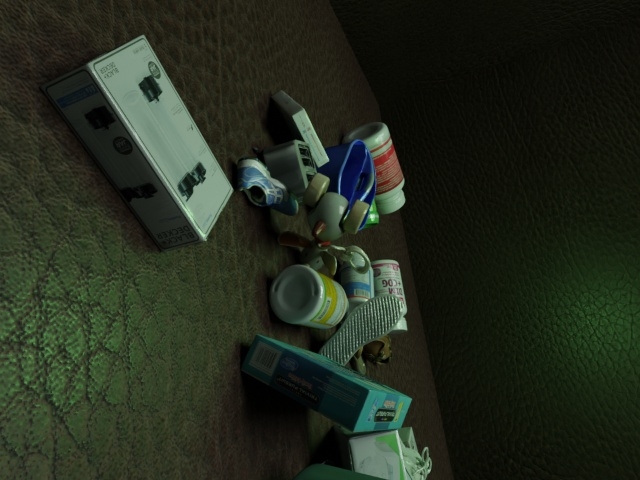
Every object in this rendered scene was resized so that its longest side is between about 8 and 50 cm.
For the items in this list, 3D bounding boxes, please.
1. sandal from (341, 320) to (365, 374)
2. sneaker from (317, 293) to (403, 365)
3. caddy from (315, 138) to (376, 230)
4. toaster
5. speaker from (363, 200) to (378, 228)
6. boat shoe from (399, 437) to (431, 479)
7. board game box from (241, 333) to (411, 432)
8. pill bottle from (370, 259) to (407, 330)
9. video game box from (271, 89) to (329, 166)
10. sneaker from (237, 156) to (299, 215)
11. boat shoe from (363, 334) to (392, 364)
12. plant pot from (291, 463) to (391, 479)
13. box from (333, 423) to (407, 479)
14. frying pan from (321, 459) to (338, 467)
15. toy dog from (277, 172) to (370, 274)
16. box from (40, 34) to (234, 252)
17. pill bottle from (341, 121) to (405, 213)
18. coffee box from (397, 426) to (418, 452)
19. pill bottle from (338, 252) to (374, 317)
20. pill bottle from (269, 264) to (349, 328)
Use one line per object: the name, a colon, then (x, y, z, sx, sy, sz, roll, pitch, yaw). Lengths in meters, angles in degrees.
sandal: (0.119, 0.355, 1.462, 0.090, 0.060, 0.219, -63, 135, -63)
sneaker: (0.108, 0.243, 1.227, 0.102, 0.282, 0.161, 53, 6, 11)
caddy: (0.096, -0.187, 1.517, 0.241, 0.179, 0.341, 59, 40, -41)
toaster: (-0.078, -0.180, 1.216, 0.185, 0.110, 0.168, -18, 92, -71)
speaker: (0.164, -0.204, 1.907, 0.131, 0.131, 0.296, 10, 67, -70)
boat shoe: (0.243, 0.627, 1.237, 0.367, 0.156, 0.136, -147, -128, -73)
board game box: (0.029, 0.307, 0.940, 0.079, 0.254, 0.336, -66, 150, -11)
pill bottle: (0.261, 0.234, 1.802, 0.160, 0.160, 0.283, 38, 42, -61)
video game box: (-0.063, -0.340, 1.347, 0.205, 0.048, 0.187, 54, -7, 51)
sneaker: (-0.131, -0.110, 1.076, 0.211, 0.080, 0.081, 38, 48, -43)
boat shoe: (0.210, 0.390, 1.621, 0.307, 0.110, 0.104, 40, 38, -60)
plant pot: (0.099, 0.553, 0.740, 0.341, 0.334, 0.341, 0, 90, -55)
box: (0.123, 0.586, 1.074, 0.231, 0.126, 0.262, 116, -34, -72)
frying pan: (-0.010, 0.590, 0.933, 0.326, 0.053, 0.197, 21, 57, -65)
toy dog: (0.000, 0.000, 1.119, 0.161, 0.220, 0.334, -54, 151, -38)
box: (-0.262, -0.145, 0.697, 0.169, 0.087, 0.290, -79, 149, -52)
pill bottle: (0.272, -0.342, 2.160, 0.229, 0.229, 0.408, -76, 147, -55)
coffee box: (0.252, 0.747, 1.434, 0.098, 0.141, 0.246, -22, 98, -72)
pill bottle: (0.122, 0.148, 1.527, 0.221, 0.124, 0.124, -86, 154, -43)
pill bottle: (-0.014, 0.151, 1.112, 0.245, 0.136, 0.136, 35, 44, -63)
